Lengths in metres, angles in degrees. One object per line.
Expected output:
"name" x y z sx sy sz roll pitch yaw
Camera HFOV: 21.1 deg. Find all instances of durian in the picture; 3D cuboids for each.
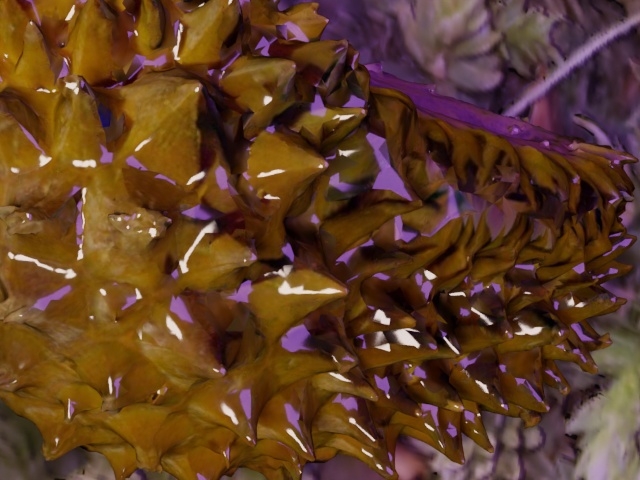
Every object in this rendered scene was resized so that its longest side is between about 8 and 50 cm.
"durian" 0.000 0.000 0.604 0.341 0.112 0.191 22 69 -36
